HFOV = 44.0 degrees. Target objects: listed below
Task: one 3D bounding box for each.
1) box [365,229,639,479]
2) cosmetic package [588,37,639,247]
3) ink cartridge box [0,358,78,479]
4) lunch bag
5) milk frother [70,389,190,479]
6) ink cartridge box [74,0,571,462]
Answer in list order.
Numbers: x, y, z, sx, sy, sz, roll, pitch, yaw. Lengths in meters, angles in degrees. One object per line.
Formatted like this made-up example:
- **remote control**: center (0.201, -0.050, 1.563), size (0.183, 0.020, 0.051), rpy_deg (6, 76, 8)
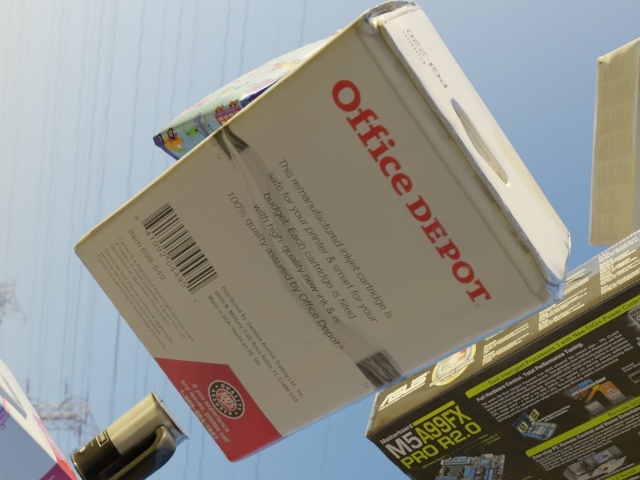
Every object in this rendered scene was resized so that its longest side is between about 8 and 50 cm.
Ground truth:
- **box**: center (0.202, 0.137, 0.571), size (0.270, 0.216, 0.060), rpy_deg (-39, -167, 32)
- **cosmetic package**: center (0.376, -0.111, 0.948), size (0.099, 0.060, 0.239), rpy_deg (175, -81, -78)
- **ink cartridge box**: center (-0.382, 0.142, 0.759), size (0.226, 0.131, 0.306), rpy_deg (41, -24, 37)
- **lunch bag**: center (-0.047, -0.200, 1.074), size (0.220, 0.138, 0.293), rpy_deg (-8, -143, 49)
- **milk frother**: center (-0.228, 0.301, 1.045), size (0.134, 0.143, 0.129), rpy_deg (-37, -142, -11)
- **ink cartridge box**: center (0.000, 0.000, 0.430), size (0.217, 0.092, 0.159), rpy_deg (-32, -84, 29)
